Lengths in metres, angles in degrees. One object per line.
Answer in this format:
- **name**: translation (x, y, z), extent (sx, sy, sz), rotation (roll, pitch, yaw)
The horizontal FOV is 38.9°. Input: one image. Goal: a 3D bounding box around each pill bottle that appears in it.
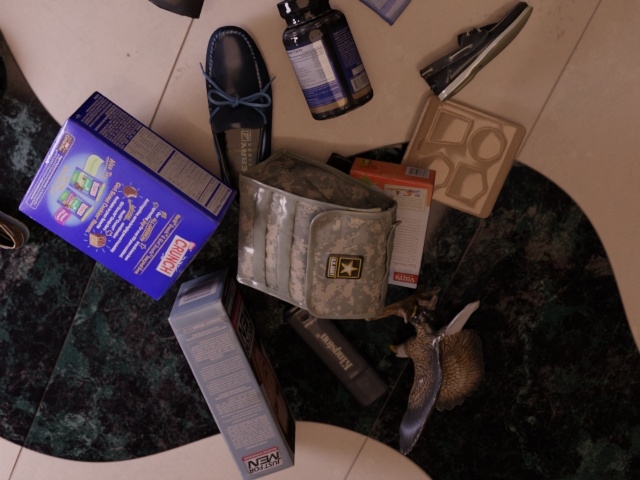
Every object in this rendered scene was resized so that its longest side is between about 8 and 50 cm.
- **pill bottle**: translation (0.005, -0.337, 1.630), extent (0.122, 0.123, 0.219), rotation (-20, 107, 7)

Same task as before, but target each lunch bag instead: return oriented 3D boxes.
- **lunch bag**: translation (0.000, 0.000, 1.645), extent (0.286, 0.169, 0.235), rotation (21, 126, 24)

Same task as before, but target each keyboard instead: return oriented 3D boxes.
- **keyboard**: translation (0.084, -0.095, 1.751), extent (0.180, 0.023, 0.108), rotation (28, 130, -3)

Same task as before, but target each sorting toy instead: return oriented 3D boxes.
- **sorting toy**: translation (0.265, -0.161, 1.736), extent (0.208, 0.038, 0.193), rotation (18, 108, -10)

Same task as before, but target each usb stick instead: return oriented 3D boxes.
- **usb stick**: translation (0.033, 0.228, 1.857), extent (0.077, 0.045, 0.278), rotation (-37, 104, 12)

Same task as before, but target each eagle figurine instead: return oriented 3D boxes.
- **eagle figurine**: translation (0.220, 0.243, 1.794), extent (0.226, 0.225, 0.299), rotation (-18, 97, -5)

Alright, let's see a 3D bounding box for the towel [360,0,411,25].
- **towel**: translation (0.133, -0.556, 1.606), extent (0.209, 0.034, 0.285), rotation (34, 107, -12)

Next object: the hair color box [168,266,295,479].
- **hair color box**: translation (-0.166, 0.263, 1.796), extent (0.113, 0.185, 0.375), rotation (-19, 107, 6)

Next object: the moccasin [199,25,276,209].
- **moccasin**: translation (-0.138, -0.221, 1.672), extent (0.137, 0.117, 0.342), rotation (-9, 108, 3)

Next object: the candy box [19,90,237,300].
- **candy box**: translation (-0.355, -0.074, 1.673), extent (0.317, 0.122, 0.268), rotation (36, 130, -9)

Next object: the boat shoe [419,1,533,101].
- **boat shoe**: translation (0.285, -0.356, 1.647), extent (0.233, 0.084, 0.079), rotation (-41, 79, 7)

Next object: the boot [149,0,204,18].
- **boot**: translation (-0.150, -0.577, 1.508), extent (0.367, 0.146, 0.445), rotation (32, 103, 17)

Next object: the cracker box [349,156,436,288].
- **cracker box**: translation (0.125, -0.032, 1.720), extent (0.155, 0.067, 0.232), rotation (11, 122, 8)

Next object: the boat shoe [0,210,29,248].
- **boat shoe**: translation (-0.659, -0.039, 1.761), extent (0.183, 0.066, 0.066), rotation (23, 107, -7)
